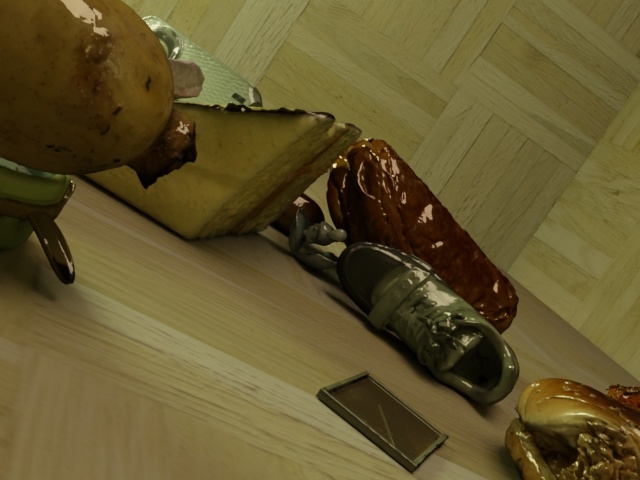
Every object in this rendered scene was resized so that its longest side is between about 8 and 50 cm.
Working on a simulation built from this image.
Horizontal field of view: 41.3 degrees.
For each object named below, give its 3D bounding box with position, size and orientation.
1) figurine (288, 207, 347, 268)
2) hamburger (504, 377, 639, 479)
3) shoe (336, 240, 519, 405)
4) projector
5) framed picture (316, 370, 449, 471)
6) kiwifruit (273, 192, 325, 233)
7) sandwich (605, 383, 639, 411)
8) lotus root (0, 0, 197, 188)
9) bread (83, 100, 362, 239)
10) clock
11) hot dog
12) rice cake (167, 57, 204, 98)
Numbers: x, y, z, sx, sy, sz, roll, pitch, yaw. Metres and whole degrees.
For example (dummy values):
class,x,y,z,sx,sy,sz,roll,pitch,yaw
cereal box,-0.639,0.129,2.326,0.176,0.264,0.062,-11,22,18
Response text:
class,x,y,z,sx,sy,sz,roll,pitch,yaw
figurine,0.000,0.000,1.246,0.086,0.082,0.094,14,5,14
hamburger,0.312,0.241,0.906,0.243,0.146,0.286,32,7,40
shoe,0.143,0.103,1.102,0.293,0.109,0.149,38,3,2
projector,-0.206,-0.215,1.371,0.250,0.108,0.198,38,-20,18
framed picture,0.063,0.167,0.808,0.109,0.011,0.149,36,9,17
kiwifruit,-0.051,-0.051,1.384,0.124,0.075,0.075,36,9,-4
sandwich,0.411,0.269,1.110,0.235,0.159,0.079,6,-7,-13
lotus root,-0.206,-0.130,0.578,0.284,0.146,0.160,33,28,-25
bread,-0.175,-0.162,1.083,0.405,0.242,0.346,37,8,-4
clock,-0.268,-0.052,0.630,0.232,0.069,0.170,40,11,33
hot dog,0.139,0.016,1.329,0.387,0.174,0.267,47,1,-15
rice cake,-0.261,-0.191,0.935,0.106,0.050,0.298,7,6,33
